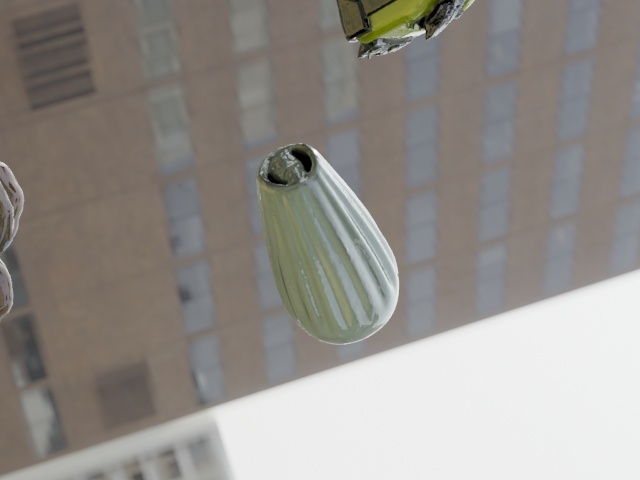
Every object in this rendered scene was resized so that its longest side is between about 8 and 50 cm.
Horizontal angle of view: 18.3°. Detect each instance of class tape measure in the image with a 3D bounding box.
[{"bbox_3d":[0.092,-0.293,1.968,0.186,0.112,0.199,-22,-98,49],"label":"tape measure"}]

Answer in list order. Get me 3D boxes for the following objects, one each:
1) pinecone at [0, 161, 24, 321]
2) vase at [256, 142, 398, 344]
[{"bbox_3d":[-0.425,0.002,1.528,0.398,0.397,0.398,163,-90,-79],"label":"pinecone"},{"bbox_3d":[0.000,0.000,2.057,0.248,0.128,0.128,66,-2,-48],"label":"vase"}]
